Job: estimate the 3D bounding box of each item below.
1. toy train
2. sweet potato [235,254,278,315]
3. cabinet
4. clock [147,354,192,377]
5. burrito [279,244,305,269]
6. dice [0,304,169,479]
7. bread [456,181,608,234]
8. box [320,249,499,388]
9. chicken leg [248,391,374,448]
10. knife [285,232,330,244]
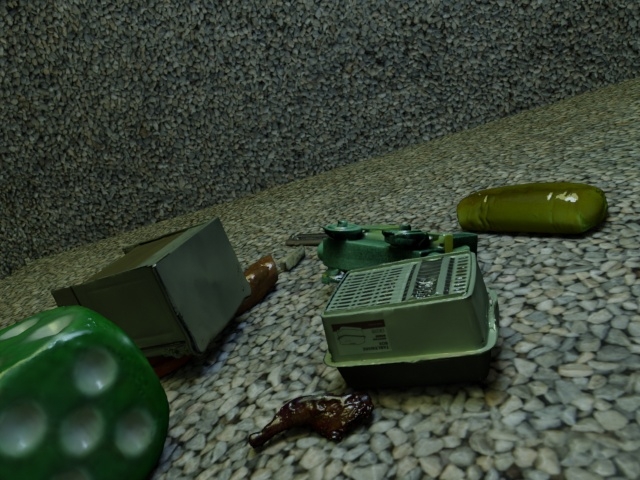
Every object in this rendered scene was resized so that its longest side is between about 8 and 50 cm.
[{"bbox_3d":[0.172,0.034,1.146,0.254,0.160,0.397,-4,7,-35],"label":"toy train"},{"bbox_3d":[-0.199,0.134,1.379,0.097,0.097,0.251,-2,32,42],"label":"sweet potato"},{"bbox_3d":[-0.390,0.129,1.190,0.318,0.227,0.290,-14,19,22],"label":"cabinet"},{"bbox_3d":[-0.394,0.272,1.215,0.206,0.051,0.205,-17,16,5],"label":"clock"},{"bbox_3d":[-0.082,0.053,1.591,0.055,0.041,0.149,-23,11,34],"label":"burrito"},{"bbox_3d":[-0.456,0.295,0.815,0.297,0.286,0.300,-9,20,38],"label":"dice"},{"bbox_3d":[0.532,-0.092,1.290,0.166,0.112,0.384,-30,20,-32],"label":"bread"},{"bbox_3d":[0.158,0.139,0.865,0.291,0.166,0.220,-11,19,23],"label":"box"},{"bbox_3d":[-0.014,0.285,0.800,0.205,0.053,0.093,-17,31,17],"label":"chicken leg"},{"bbox_3d":[-0.002,-0.006,1.692,0.089,0.043,0.366,-30,20,-36],"label":"knife"}]
